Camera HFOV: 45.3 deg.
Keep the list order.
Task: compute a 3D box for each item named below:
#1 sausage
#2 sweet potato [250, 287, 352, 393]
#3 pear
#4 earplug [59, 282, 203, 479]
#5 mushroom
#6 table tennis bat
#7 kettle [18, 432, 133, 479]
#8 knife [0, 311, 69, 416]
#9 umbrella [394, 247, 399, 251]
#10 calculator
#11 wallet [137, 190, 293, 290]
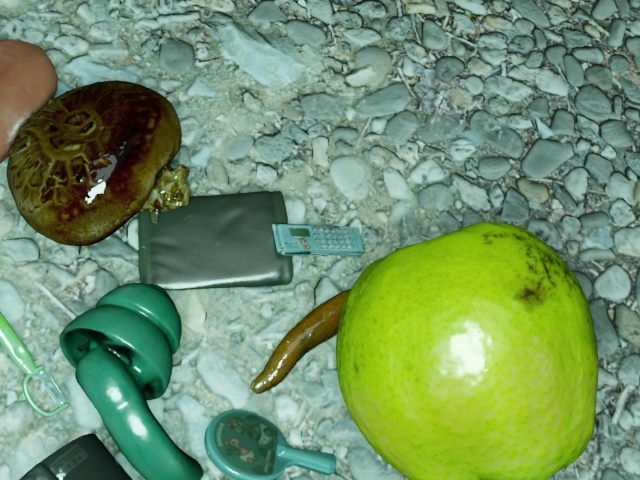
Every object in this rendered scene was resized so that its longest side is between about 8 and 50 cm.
[{"bbox_3d":[-0.525,-0.216,1.217,0.148,0.148,0.255,21,61,-2],"label":"sausage"},{"bbox_3d":[-0.012,0.143,1.210,0.264,0.057,0.057,-37,78,-20],"label":"sweet potato"},{"bbox_3d":[0.207,0.176,1.080,0.390,0.391,0.391,5,65,-10],"label":"pear"},{"bbox_3d":[-0.247,0.189,1.080,0.257,0.164,0.280,22,52,-9],"label":"earplug"},{"bbox_3d":[-0.340,-0.125,1.184,0.278,0.163,0.297,16,61,7],"label":"mushroom"},{"bbox_3d":[-0.072,0.307,1.116,0.201,0.033,0.124,17,33,-13],"label":"table tennis bat"},{"bbox_3d":[-0.240,0.397,0.926,0.308,0.262,0.203,43,29,10],"label":"kettle"},{"bbox_3d":[-0.438,0.163,1.090,0.054,0.015,0.212,-35,96,-33],"label":"knife"},{"bbox_3d":[0.123,0.083,1.287,0.022,0.022,0.149,22,68,-28],"label":"umbrella"},{"bbox_3d":[0.000,0.000,1.265,0.171,0.018,0.057,2,63,-34],"label":"calculator"},{"bbox_3d":[-0.171,0.001,1.245,0.245,0.052,0.169,-2,65,-9],"label":"wallet"}]
